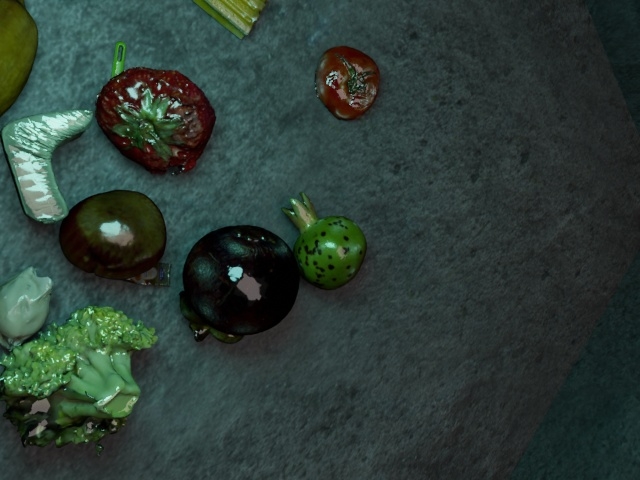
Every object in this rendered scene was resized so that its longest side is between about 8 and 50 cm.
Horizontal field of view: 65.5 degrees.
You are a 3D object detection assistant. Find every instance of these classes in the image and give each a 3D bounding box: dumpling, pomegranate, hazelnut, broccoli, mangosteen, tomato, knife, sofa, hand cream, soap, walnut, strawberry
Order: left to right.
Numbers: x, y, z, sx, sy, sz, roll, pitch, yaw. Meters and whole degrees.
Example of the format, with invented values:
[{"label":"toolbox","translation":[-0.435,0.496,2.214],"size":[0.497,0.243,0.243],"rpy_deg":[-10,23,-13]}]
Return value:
[{"label":"walnut","translation":[-0.693,-0.378,1.003],"size":[0.208,0.208,0.337],"rpy_deg":[31,71,-30]},{"label":"dumpling","translation":[-0.672,0.144,1.111],"size":[0.199,0.136,0.118],"rpy_deg":[-50,155,5]},{"label":"sofa","translation":[-0.577,-0.157,1.090],"size":[0.175,0.210,0.226],"rpy_deg":[-18,101,-31]},{"label":"broccoli","translation":[-0.510,0.323,1.123],"size":[0.347,0.280,0.294],"rpy_deg":[-31,120,-36]},{"label":"hazelnut","translation":[-0.484,-0.007,1.162],"size":[0.229,0.229,0.230],"rpy_deg":[-3,96,-31]},{"label":"knife","translation":[-0.495,-0.382,1.227],"size":[0.054,0.015,0.212],"rpy_deg":[6,91,-33]},{"label":"hand cream","translation":[-0.463,0.084,1.280],"size":[0.163,0.039,0.062],"rpy_deg":[6,76,-34]},{"label":"strawberry","translation":[-0.384,-0.299,1.200],"size":[0.273,0.221,0.274],"rpy_deg":[-3,130,-4]},{"label":"soap","translation":[-0.261,-0.665,1.310],"size":[0.232,0.073,0.140],"rpy_deg":[32,76,-30]},{"label":"mangosteen","translation":[-0.205,0.113,1.293],"size":[0.329,0.330,0.331],"rpy_deg":[-3,96,-31]},{"label":"pomegranate","translation":[-0.004,0.014,1.483],"size":[0.285,0.231,0.231],"rpy_deg":[37,71,14]},{"label":"tomato","translation":[0.099,-0.489,1.537],"size":[0.227,0.101,0.228],"rpy_deg":[-5,100,-30]}]
